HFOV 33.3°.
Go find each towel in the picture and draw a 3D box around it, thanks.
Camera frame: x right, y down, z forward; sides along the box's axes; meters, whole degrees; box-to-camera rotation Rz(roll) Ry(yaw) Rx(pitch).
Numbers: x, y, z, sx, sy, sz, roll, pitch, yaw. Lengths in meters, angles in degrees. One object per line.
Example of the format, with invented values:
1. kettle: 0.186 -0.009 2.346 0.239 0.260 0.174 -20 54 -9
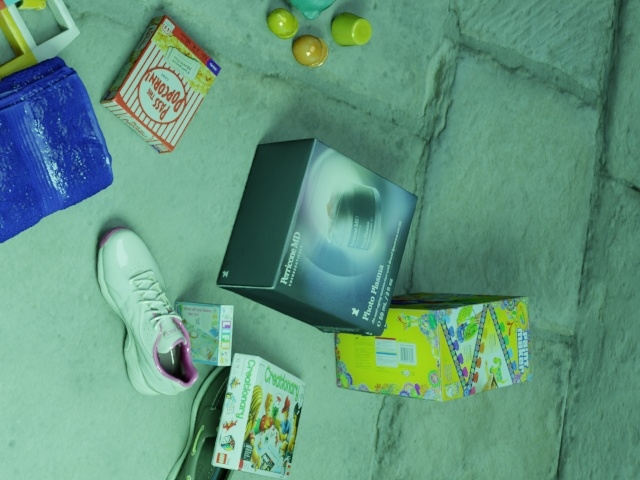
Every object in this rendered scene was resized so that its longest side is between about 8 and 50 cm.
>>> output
1. towel: -0.466 -0.128 1.626 0.308 0.076 0.227 -34 111 -37

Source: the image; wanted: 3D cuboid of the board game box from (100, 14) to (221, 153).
1. board game box: -0.277 -0.273 1.881 0.147 0.045 0.193 41 64 -34

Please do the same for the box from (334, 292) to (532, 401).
1. box: 0.226 0.207 2.169 0.279 0.290 0.176 -4 92 -42

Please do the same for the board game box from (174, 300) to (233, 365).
1. board game box: -0.207 0.161 1.871 0.026 0.154 0.103 4 88 -38

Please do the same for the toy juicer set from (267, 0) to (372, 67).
1. toy juicer set: -0.038 -0.490 2.075 0.209 0.089 0.329 -36 122 -22

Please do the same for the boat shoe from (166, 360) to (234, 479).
1. boat shoe: -0.187 0.365 1.932 0.109 0.091 0.304 35 68 -36

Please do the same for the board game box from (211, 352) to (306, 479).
1. board game box: -0.104 0.324 1.930 0.305 0.053 0.192 46 52 -69

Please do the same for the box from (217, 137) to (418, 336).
1. box: 0.000 0.000 2.041 0.294 0.183 0.296 25 73 -38

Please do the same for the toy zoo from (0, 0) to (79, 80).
1. toy zoo: -0.504 -0.375 1.687 0.192 0.030 0.293 -40 115 -34

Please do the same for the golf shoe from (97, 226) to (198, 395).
1. golf shoe: -0.283 0.120 1.817 0.115 0.140 0.306 -26 106 -37
